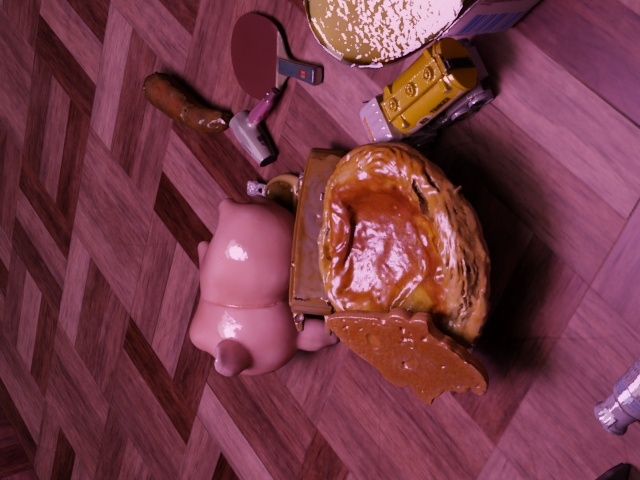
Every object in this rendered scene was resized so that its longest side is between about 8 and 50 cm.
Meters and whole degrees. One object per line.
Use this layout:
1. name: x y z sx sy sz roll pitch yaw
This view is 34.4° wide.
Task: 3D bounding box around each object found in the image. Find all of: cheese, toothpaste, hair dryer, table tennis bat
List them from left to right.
1. hair dryer: -0.106 -0.216 1.849 0.106 0.054 0.154 53 143 22
2. table tennis bat: -0.084 -0.316 1.823 0.274 0.021 0.154 28 123 48
3. cheese: -0.083 -0.085 1.878 0.162 0.036 0.086 19 114 49
4. toothpaste: 0.425 0.154 1.256 0.089 0.057 0.234 56 133 24

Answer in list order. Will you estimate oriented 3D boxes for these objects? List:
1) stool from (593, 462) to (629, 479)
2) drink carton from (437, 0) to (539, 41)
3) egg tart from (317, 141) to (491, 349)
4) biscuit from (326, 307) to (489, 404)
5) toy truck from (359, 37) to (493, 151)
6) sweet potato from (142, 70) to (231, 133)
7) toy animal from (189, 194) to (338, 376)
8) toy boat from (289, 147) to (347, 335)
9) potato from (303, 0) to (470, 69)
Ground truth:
1. stool: 0.402 0.468 1.282 0.244 0.170 0.269 27 121 45
2. drink carton: 0.239 -0.410 1.253 0.324 0.132 0.194 -40 70 53
3. egg tart: 0.137 0.017 1.509 0.352 0.150 0.351 26 126 43
4. biscuit: 0.122 0.154 1.453 0.250 0.035 0.162 21 130 19
5. toy truck: 0.145 -0.203 1.465 0.227 0.114 0.098 -38 70 52
6. sweet potato: -0.268 -0.265 2.047 0.273 0.075 0.075 35 127 40
7. toy animal: -0.116 0.087 1.829 0.269 0.237 0.326 62 148 31
8. toy boat: 0.000 0.000 1.704 0.089 0.115 0.310 1 80 11
9. potato: 0.101 -0.317 1.267 0.272 0.111 0.160 -27 100 50
